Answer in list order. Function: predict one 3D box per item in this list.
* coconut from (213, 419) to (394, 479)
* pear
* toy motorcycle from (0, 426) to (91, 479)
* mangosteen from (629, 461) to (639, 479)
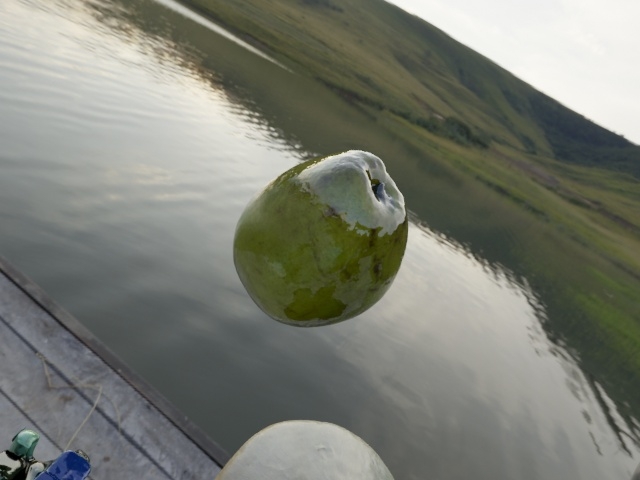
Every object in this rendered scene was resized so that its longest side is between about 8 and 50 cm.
[{"bbox_3d":[-0.044,0.508,0.736,0.345,0.415,0.415,40,20,11],"label":"coconut"},{"bbox_3d":[0.000,0.000,0.689,0.253,0.307,0.252,24,45,-27],"label":"pear"},{"bbox_3d":[-0.348,0.338,0.413,0.125,0.331,0.196,44,-2,-7],"label":"toy motorcycle"},{"bbox_3d":[0.439,0.298,0.392,0.298,0.313,0.296,10,34,-6],"label":"mangosteen"}]
